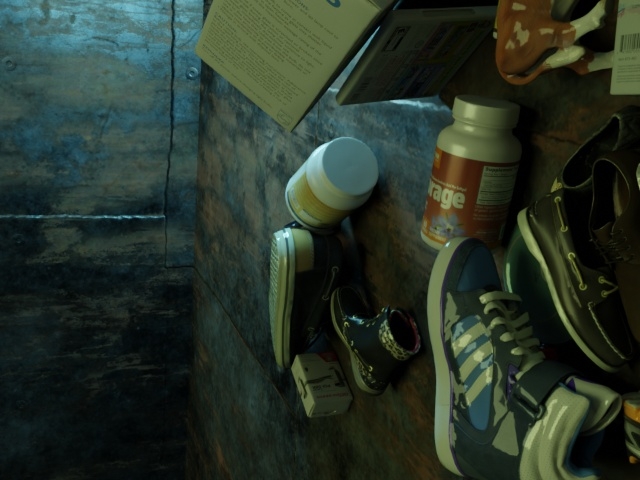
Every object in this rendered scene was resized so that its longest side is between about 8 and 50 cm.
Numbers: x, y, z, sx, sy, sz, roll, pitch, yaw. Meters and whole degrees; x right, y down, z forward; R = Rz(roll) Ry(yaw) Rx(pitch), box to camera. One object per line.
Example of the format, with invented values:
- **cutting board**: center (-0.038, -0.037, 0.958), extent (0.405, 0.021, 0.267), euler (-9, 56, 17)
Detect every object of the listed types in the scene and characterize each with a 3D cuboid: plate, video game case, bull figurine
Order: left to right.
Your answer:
- **video game case**: center (0.146, -0.281, 1.119), extent (0.212, 0.193, 0.023), euler (-50, 55, 58)
- **plate**: center (0.301, 0.048, 0.996), extent (0.188, 0.024, 0.188), euler (178, 90, -68)
- **bull figurine**: center (0.282, -0.342, 0.866), extent (0.188, 0.101, 0.311), euler (18, 114, 49)

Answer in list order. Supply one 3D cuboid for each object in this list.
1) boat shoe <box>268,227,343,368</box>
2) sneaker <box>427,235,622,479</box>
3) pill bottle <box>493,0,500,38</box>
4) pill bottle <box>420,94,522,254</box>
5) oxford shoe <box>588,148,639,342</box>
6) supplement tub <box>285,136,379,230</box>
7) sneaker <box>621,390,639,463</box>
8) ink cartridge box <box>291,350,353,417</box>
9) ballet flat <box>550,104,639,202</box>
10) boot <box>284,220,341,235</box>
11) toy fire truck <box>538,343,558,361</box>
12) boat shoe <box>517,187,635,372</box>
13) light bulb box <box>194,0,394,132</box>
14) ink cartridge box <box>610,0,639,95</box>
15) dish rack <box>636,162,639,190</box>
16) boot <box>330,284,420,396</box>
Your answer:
- **boat shoe**: center (-0.037, 0.147, 1.654), extent (0.500, 0.155, 0.187), euler (99, 164, -53)
- **sneaker**: center (0.258, 0.145, 0.893), extent (0.236, 0.130, 0.323), euler (-9, 75, 47)
- **pill bottle**: center (0.273, -0.327, 0.976), extent (0.065, 0.065, 0.116), euler (-136, 49, -59)
- **pill bottle**: center (0.220, -0.094, 1.051), extent (0.121, 0.121, 0.216), euler (-135, 48, -58)
- **oxford shoe**: center (0.340, 0.011, 0.810), extent (0.083, 0.096, 0.227), euler (153, 111, -63)
- **supplement tub**: center (0.023, -0.114, 1.489), extent (0.199, 0.144, 0.144), euler (141, 124, -63)
- **sneaker**: center (0.389, 0.229, 0.738), extent (0.215, 0.084, 0.083), euler (-135, 44, -71)
- **ink cartridge box**: center (0.003, 0.320, 1.634), extent (0.135, 0.099, 0.056), euler (-115, 33, -41)
- **ballet flat**: center (0.328, -0.103, 0.885), extent (0.173, 0.049, 0.058), euler (119, 143, -51)
- **boot**: center (0.000, 0.000, 1.682), extent (0.219, 0.082, 0.106), euler (0, 115, 62)
- **toy fire truck**: center (0.290, 0.212, 1.006), extent (0.192, 0.047, 0.135), euler (165, 99, -69)
- **boat shoe**: center (0.318, 0.044, 0.877), extent (0.068, 0.081, 0.228), euler (-41, 63, 39)
- **light bulb box**: center (0.020, -0.427, 1.156), extent (0.358, 0.225, 0.361), euler (-55, 6, -28)
- **ink cartridge box**: center (0.373, -0.235, 0.735), extent (0.127, 0.072, 0.175), euler (-156, 66, -65)
- **dish rack**: center (0.330, -0.004, 0.605), extent (0.333, 0.072, 0.286), euler (28, -127, -68)
- **boot**: center (0.106, 0.158, 1.404), extent (0.179, 0.085, 0.236), euler (-57, 43, 48)
